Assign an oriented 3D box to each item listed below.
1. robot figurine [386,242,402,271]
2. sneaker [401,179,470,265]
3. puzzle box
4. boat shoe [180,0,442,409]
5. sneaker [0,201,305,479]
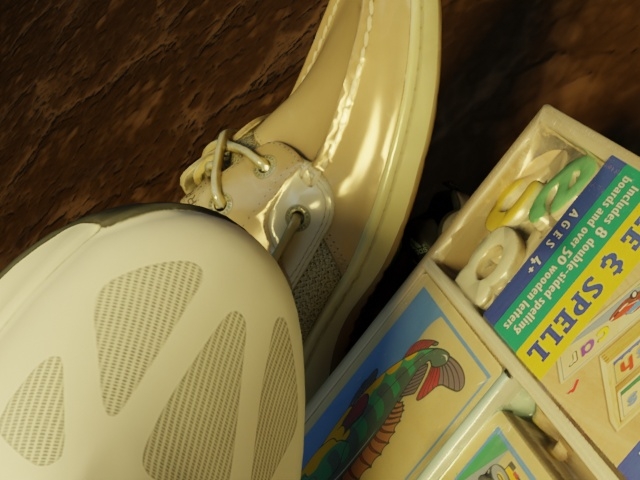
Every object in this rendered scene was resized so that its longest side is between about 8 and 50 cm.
[{"bbox_3d":[0.000,0.000,0.746,0.115,0.067,0.101,-23,50,40],"label":"robot figurine"},{"bbox_3d":[0.056,0.015,0.648,0.038,0.069,0.098,-14,47,48],"label":"sneaker"},{"bbox_3d":[0.025,0.147,0.501,0.409,0.052,0.272,-52,21,7],"label":"puzzle box"},{"bbox_3d":[-0.022,-0.009,0.639,0.109,0.098,0.302,-112,39,-68],"label":"boat shoe"},{"bbox_3d":[-0.041,0.179,0.342,0.257,0.169,0.447,-15,52,50],"label":"sneaker"}]
